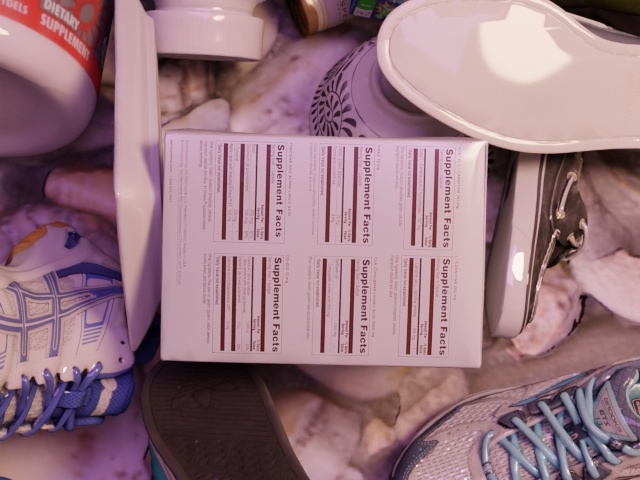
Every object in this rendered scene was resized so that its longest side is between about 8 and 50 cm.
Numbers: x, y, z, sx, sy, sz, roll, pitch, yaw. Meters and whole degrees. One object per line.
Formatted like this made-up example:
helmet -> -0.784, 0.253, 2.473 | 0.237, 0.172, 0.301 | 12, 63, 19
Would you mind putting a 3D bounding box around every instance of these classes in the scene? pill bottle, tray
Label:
pill bottle -> -0.092, -0.261, 0.880 | 0.121, 0.121, 0.221 | 3, 96, -2
pill bottle -> -0.260, -0.268, 0.865 | 0.210, 0.210, 0.363 | 5, 68, -1
tray -> -0.130, -0.066, 0.774 | 0.030, 0.145, 0.270 | -4, 43, -7

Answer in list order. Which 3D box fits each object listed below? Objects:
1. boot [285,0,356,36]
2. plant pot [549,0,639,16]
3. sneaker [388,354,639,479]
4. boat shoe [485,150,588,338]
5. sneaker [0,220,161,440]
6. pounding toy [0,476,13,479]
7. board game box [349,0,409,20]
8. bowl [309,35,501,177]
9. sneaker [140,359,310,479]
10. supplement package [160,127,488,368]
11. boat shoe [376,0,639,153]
boot -> 0.028, -0.298, 0.963 | 0.165, 0.077, 0.213 | -17, 75, -8
plant pot -> 0.336, -0.314, 0.827 | 0.353, 0.366, 0.366 | 1, 65, 27
sneaker -> 0.182, 0.133, 0.770 | 0.283, 0.122, 0.110 | -19, 70, -10
boat shoe -> 0.180, -0.020, 0.855 | 0.070, 0.078, 0.219 | 15, 64, 0
sneaker -> -0.187, 0.078, 0.711 | 0.131, 0.112, 0.296 | 33, 26, 2
pounding toy -> -0.268, 0.170, 0.690 | 0.181, 0.206, 0.094 | 27, 69, 8
board game box -> 0.105, -0.275, 0.908 | 0.136, 0.035, 0.201 | 11, 74, -6
bowl -> 0.076, -0.116, 0.889 | 0.170, 0.080, 0.170 | 1, 67, -3
sneaker -> -0.047, 0.227, 0.691 | 0.124, 0.178, 0.295 | -14, 40, -8
supplement package -> 0.000, 0.000, 0.756 | 0.203, 0.194, 0.149 | 2, 94, -2
boat shoe -> 0.191, -0.124, 0.846 | 0.319, 0.099, 0.116 | 7, 95, -11
